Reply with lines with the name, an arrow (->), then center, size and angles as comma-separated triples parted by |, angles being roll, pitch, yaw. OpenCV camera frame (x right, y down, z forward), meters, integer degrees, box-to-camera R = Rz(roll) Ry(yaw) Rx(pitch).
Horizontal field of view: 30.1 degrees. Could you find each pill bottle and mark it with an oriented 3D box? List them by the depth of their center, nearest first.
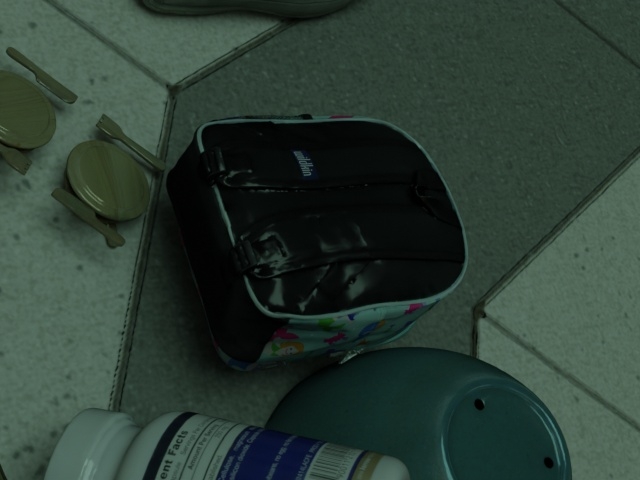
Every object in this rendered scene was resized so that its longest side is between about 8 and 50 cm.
pill bottle -> -0.073, 0.216, 0.921 | 0.264, 0.153, 0.153 | 10, 55, 15

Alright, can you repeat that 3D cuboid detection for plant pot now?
plant pot -> 0.109, 0.215, 1.065 | 0.290, 0.195, 0.290 | 13, 60, -24

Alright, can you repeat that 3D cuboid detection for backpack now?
backpack -> 0.000, 0.000, 1.107 | 0.253, 0.191, 0.225 | -9, 65, -26

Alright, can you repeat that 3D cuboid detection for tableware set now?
tableware set -> -0.245, -0.081, 1.101 | 0.194, 0.039, 0.128 | 38, 39, -15

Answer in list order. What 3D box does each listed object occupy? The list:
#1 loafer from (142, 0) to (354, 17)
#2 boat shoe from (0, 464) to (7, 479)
loafer -> -0.049, -0.306, 1.284 | 0.319, 0.111, 0.112 | -15, 75, -35
boat shoe -> -0.284, 0.199, 0.829 | 0.324, 0.122, 0.120 | 52, 21, -12
